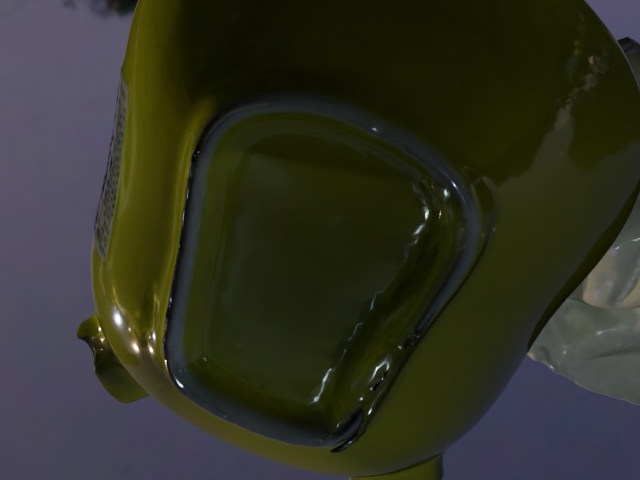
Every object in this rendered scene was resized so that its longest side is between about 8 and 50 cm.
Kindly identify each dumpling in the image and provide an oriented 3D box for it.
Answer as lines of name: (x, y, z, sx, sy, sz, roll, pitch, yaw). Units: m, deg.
dumpling: (0.155, 0.006, 0.870, 0.155, 0.181, 0.111, -30, 166, 4)

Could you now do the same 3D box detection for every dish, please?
dish: (0.000, 0.000, 0.713, 0.221, 0.262, 0.108, 24, -156, 3)
